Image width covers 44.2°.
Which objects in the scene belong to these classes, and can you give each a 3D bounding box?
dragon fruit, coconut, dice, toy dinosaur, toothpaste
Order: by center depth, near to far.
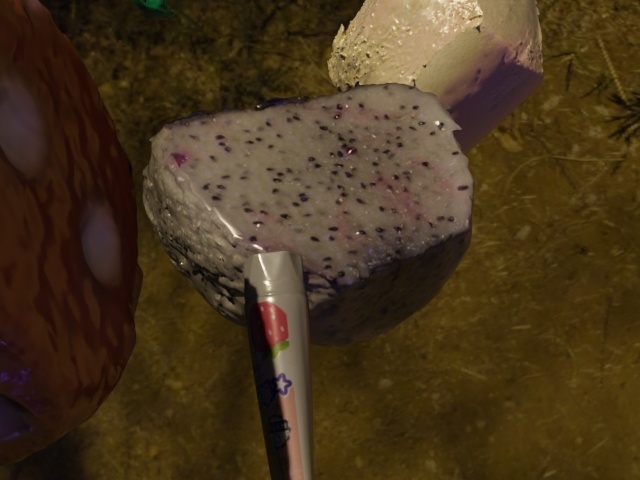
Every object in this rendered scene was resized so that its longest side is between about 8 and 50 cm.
[{"bbox_3d":[-0.187,-0.003,0.355,0.173,0.179,0.175,-14,45,10],"label":"dice"},{"bbox_3d":[-0.022,0.106,0.503,0.067,0.042,0.195,130,136,-68],"label":"toothpaste"},{"bbox_3d":[0.000,0.000,0.728,0.221,0.283,0.204,57,152,32],"label":"dragon fruit"},{"bbox_3d":[-0.263,-0.381,1.153,0.059,0.132,0.096,-16,70,32],"label":"toy dinosaur"},{"bbox_3d":[0.189,-0.297,1.201,0.309,0.297,0.297,-49,63,18],"label":"coconut"}]

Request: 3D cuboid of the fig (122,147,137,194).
[{"bbox_3d":[-0.282,-0.059,0.788,0.274,0.145,0.170,39,103,50],"label":"fig"}]
